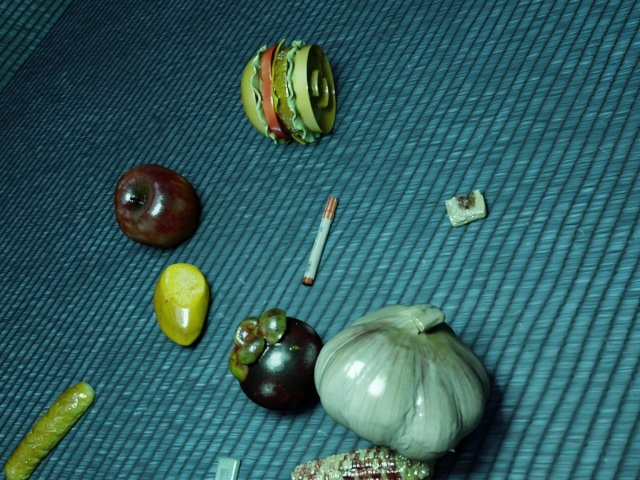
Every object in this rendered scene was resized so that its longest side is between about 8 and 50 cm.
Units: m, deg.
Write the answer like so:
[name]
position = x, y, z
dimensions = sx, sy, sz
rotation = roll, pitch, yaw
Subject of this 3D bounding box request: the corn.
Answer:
[corn]
position = 0.082, 0.433, 1.161
dimensions = 0.290, 0.098, 0.098
rotation = -19, 54, 13

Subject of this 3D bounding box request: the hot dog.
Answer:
[hot dog]
position = -0.674, 0.476, 1.558
dimensions = 0.088, 0.061, 0.285
rotation = 30, 79, 26

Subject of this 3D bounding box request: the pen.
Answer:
[pen]
position = 0.000, 0.000, 1.512
dimensions = 0.028, 0.028, 0.239
rotation = 3, 63, 30

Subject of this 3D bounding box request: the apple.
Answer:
[apple]
position = -0.432, -0.087, 1.673
dimensions = 0.234, 0.234, 0.233
rotation = -13, 56, 21

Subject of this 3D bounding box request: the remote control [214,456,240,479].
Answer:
[remote control]
position = -0.202, 0.516, 1.306
dimensions = 0.053, 0.018, 0.124
rotation = -4, 60, 25

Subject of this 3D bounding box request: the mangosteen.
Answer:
[mangosteen]
position = -0.089, 0.248, 1.297
dimensions = 0.210, 0.210, 0.209
rotation = -13, 56, 21

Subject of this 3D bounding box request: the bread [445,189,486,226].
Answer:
[bread]
position = 0.321, -0.070, 1.382
dimensions = 0.083, 0.035, 0.070
rotation = -15, 57, 16

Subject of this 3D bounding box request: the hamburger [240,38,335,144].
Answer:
[hamburger]
position = -0.093, -0.384, 1.646
dimensions = 0.212, 0.274, 0.274
rotation = -3, 60, 18

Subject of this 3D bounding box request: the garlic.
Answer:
[garlic]
position = 0.144, 0.250, 1.129
dimensions = 0.322, 0.240, 0.322
rotation = -14, 28, 8

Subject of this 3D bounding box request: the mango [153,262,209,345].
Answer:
[mango]
position = -0.339, 0.163, 1.550
dimensions = 0.141, 0.102, 0.217
rotation = -12, 56, -8
